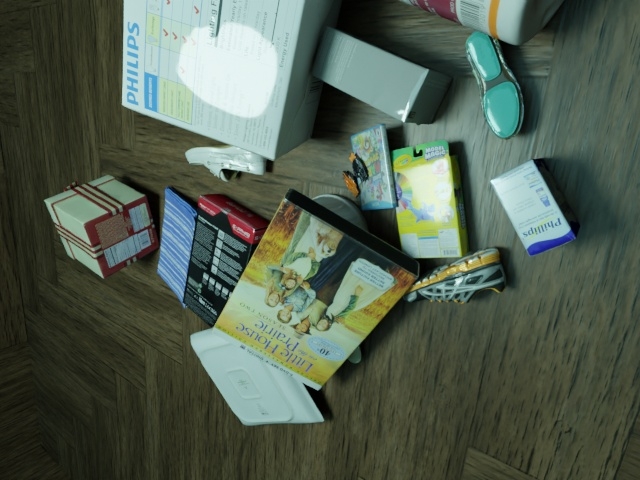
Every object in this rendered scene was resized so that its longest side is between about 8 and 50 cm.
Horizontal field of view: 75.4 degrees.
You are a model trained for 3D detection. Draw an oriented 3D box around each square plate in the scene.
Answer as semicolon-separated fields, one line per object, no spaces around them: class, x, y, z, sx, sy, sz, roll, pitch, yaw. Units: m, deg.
square plate;-0.200;0.388;1.160;0.347;0.049;0.344;-24;99;40

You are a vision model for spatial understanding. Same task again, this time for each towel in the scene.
towel;-0.463;0.020;1.337;0.243;0.040;0.336;35;119;38

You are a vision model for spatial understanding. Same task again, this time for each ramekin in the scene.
ramekin;0.000;0.000;0.965;0.207;0.109;0.207;10;106;35

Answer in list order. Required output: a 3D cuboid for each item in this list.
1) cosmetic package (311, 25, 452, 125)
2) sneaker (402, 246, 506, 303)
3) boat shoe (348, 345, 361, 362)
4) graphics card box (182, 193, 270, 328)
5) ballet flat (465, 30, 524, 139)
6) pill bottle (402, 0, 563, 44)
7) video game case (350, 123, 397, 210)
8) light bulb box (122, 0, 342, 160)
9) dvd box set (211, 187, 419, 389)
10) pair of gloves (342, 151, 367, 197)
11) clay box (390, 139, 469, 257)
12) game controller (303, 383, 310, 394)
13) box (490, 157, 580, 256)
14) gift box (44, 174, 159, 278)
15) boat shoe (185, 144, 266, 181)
cosmetic package;0.114;-0.316;0.798;0.237;0.127;0.107;33;119;25
sneaker;0.258;0.089;0.813;0.214;0.084;0.083;-28;91;38
boat shoe;0.065;0.234;1.015;0.048;0.042;0.133;-30;83;18
graphics card box;-0.274;0.078;1.197;0.232;0.094;0.371;29;115;28
ballet flat;0.303;-0.266;0.708;0.070;0.070;0.189;-13;97;38
pill bottle;0.191;-0.483;0.640;0.392;0.224;0.224;37;120;24
video game case;0.111;-0.149;0.875;0.119;0.015;0.167;3;104;64
light bulb box;-0.180;-0.408;0.850;0.360;0.225;0.358;21;119;10
dvd box set;-0.032;0.131;0.910;0.307;0.062;0.421;31;122;-5
pair of gloves;0.076;-0.145;0.917;0.074;0.010;0.083;61;149;24
clay box;0.215;-0.078;0.822;0.127;0.053;0.222;-3;97;39
game controller;-0.165;0.404;1.207;0.319;0.067;0.167;-14;92;39
box;0.354;-0.059;0.677;0.072;0.126;0.137;-29;83;36
gift box;-0.718;-0.058;1.407;0.258;0.276;0.255;23;127;27
boat shoe;-0.261;-0.207;1.119;0.276;0.098;0.096;5;103;35
